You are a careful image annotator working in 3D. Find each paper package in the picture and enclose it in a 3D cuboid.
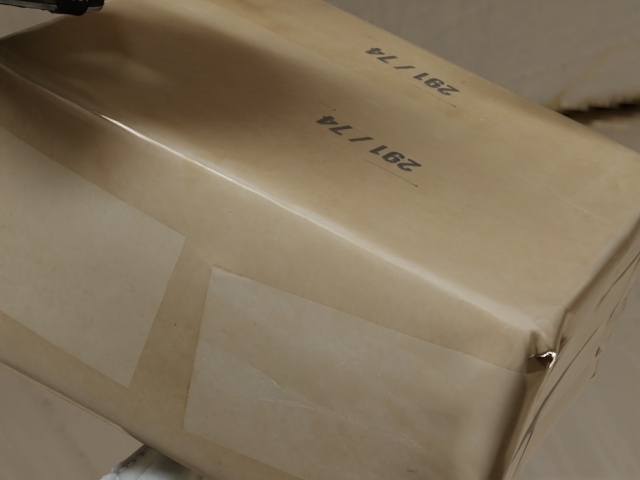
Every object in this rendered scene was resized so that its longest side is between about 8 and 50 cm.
[{"bbox_3d":[0.000,0.000,0.956,0.325,0.309,0.168,26,-64,14],"label":"paper package"}]

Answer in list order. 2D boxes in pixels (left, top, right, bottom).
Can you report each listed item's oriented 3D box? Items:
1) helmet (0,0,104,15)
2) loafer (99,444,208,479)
[{"bbox_3d":[-0.150,-0.197,0.807,0.169,0.169,0.161,13,-79,2],"label":"helmet"},{"bbox_3d":[-0.119,0.177,0.904,0.111,0.319,0.112,9,-61,21],"label":"loafer"}]
